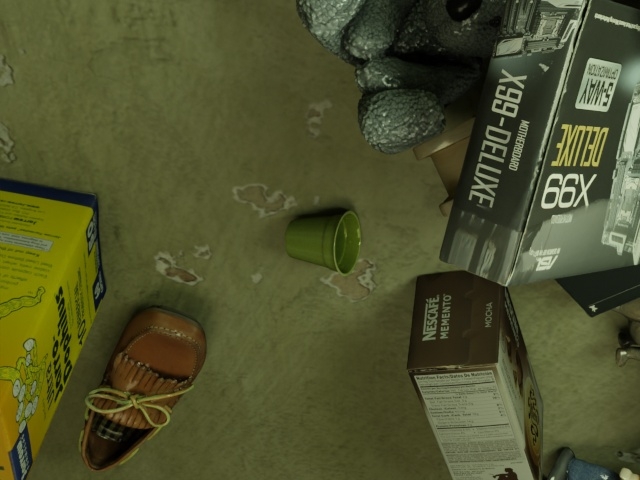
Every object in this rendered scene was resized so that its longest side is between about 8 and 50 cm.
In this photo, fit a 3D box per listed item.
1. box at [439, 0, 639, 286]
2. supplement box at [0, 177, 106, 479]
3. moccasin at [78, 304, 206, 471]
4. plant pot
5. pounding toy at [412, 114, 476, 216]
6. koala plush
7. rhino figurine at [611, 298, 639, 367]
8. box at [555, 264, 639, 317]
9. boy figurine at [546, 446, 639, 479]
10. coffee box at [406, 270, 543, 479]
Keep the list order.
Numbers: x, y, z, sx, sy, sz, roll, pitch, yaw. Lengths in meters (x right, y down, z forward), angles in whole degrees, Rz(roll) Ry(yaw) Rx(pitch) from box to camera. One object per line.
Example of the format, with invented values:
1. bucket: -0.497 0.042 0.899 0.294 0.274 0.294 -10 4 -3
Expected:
1. box: 0.245 -0.093 0.966 0.077 0.307 0.242 23 106 35
2. supplement box: -0.422 0.111 1.349 0.195 0.356 0.194 10 136 3
3. moccasin: -0.278 0.229 1.582 0.139 0.147 0.380 29 133 -16
4. plant pot: 0.000 0.000 1.347 0.079 0.083 0.083 6 137 26
5. pounding toy: 0.205 -0.067 1.124 0.154 0.269 0.154 -25 91 13
6. koala plush: 0.130 -0.215 1.031 0.221 0.203 0.196 -31 84 23
7. rhino figurine: 0.437 0.131 1.372 0.106 0.073 0.243 -15 131 30
8. box: 0.367 -0.043 1.193 0.261 0.103 0.184 -28 120 33
9. boy figurine: 0.481 0.406 1.562 0.285 0.092 0.177 20 142 29
10. coffee box: 0.215 0.199 1.424 0.119 0.168 0.297 -7 131 19
